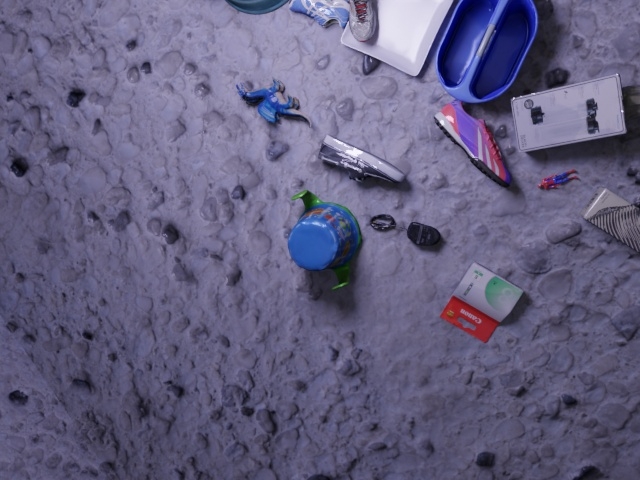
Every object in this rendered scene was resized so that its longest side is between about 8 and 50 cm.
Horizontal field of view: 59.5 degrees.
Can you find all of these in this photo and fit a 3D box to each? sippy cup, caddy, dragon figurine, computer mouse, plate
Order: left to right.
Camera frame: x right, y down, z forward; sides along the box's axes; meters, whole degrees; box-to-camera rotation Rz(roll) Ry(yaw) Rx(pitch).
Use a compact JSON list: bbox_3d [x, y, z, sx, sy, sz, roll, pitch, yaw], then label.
[{"bbox_3d":[-0.153,-0.444,1.875,0.289,0.085,0.144,47,107,4],"label":"dragon figurine"},{"bbox_3d":[0.000,0.000,1.837,0.305,0.224,0.240,32,106,7],"label":"sippy cup"},{"bbox_3d":[0.241,-0.695,1.750,0.277,0.045,0.278,27,105,10],"label":"plate"},{"bbox_3d":[0.281,-0.039,1.859,0.241,0.041,0.071,18,105,18],"label":"computer mouse"},{"bbox_3d":[0.482,-0.571,1.638,0.241,0.179,0.342,25,105,10],"label":"caddy"}]

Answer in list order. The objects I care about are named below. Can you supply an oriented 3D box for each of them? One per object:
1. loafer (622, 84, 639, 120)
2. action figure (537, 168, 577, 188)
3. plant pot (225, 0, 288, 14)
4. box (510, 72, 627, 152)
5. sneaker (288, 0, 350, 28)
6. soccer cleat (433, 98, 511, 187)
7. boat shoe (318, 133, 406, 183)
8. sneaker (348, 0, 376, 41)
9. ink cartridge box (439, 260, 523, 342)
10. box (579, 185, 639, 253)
[{"bbox_3d":[1.008,-0.386,1.572,0.319,0.112,0.112,2,105,22],"label":"loafer"},{"bbox_3d":[0.724,-0.185,1.718,0.115,0.030,0.038,-20,99,19],"label":"action figure"},{"bbox_3d":[-0.248,-0.899,1.695,0.340,0.334,0.342,3,101,14],"label":"plant pot"},{"bbox_3d":[0.718,-0.363,1.621,0.289,0.087,0.169,-9,97,31],"label":"box"},{"bbox_3d":[-0.005,-0.733,1.790,0.211,0.080,0.081,12,99,14],"label":"sneaker"},{"bbox_3d":[0.491,-0.301,1.722,0.116,0.108,0.318,-43,84,13],"label":"soccer cleat"},{"bbox_3d":[0.129,-0.241,1.825,0.301,0.108,0.102,27,105,12],"label":"boat shoe"},{"bbox_3d":[0.119,-0.723,1.707,0.087,0.092,0.226,-3,99,15],"label":"sneaker"},{"bbox_3d":[0.520,0.206,1.825,0.180,0.056,0.225,30,104,8],"label":"ink cartridge box"},{"bbox_3d":[0.921,-0.041,1.654,0.275,0.094,0.113,33,106,8],"label":"box"}]
